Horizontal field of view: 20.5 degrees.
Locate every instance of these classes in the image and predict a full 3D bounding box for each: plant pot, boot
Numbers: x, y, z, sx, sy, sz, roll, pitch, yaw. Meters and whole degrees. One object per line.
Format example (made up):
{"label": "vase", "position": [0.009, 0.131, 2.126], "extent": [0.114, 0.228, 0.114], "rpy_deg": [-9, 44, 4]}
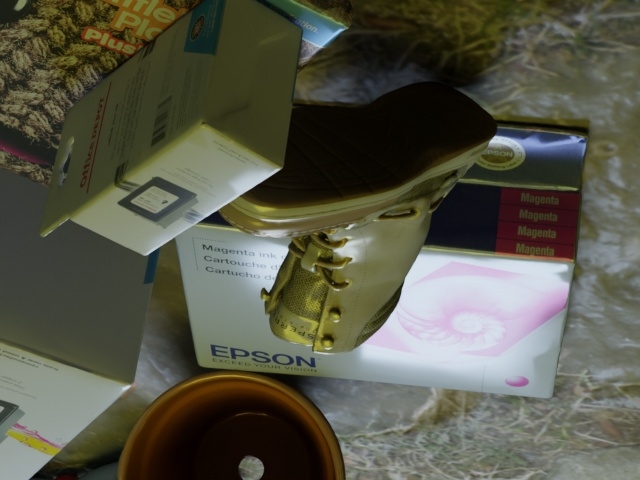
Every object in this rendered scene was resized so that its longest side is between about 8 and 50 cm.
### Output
{"label": "plant pot", "position": [-0.073, 0.224, 1.677], "extent": [0.205, 0.205, 0.188], "rpy_deg": [5, 177, 5]}
{"label": "boot", "position": [0.000, 0.000, 1.253], "extent": [0.095, 0.262, 0.203], "rpy_deg": [41, 126, 21]}

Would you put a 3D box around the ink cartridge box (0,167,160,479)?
{"label": "ink cartridge box", "position": [-0.277, 0.054, 1.467], "extent": [0.197, 0.198, 0.270], "rpy_deg": [21, 146, -20]}

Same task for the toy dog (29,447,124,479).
{"label": "toy dog", "position": [-0.233, 0.319, 1.902], "extent": [0.220, 0.161, 0.333], "rpy_deg": [28, 143, -27]}

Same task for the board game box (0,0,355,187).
{"label": "board game box", "position": [-0.142, -0.167, 1.143], "extent": [0.232, 0.141, 0.291], "rpy_deg": [23, 145, -22]}

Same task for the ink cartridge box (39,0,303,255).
{"label": "ink cartridge box", "position": [-0.092, -0.063, 1.063], "extent": [0.060, 0.104, 0.180], "rpy_deg": [27, 144, -29]}

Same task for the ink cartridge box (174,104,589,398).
{"label": "ink cartridge box", "position": [0.045, 0.018, 1.457], "extent": [0.324, 0.071, 0.330], "rpy_deg": [5, 149, 6]}
